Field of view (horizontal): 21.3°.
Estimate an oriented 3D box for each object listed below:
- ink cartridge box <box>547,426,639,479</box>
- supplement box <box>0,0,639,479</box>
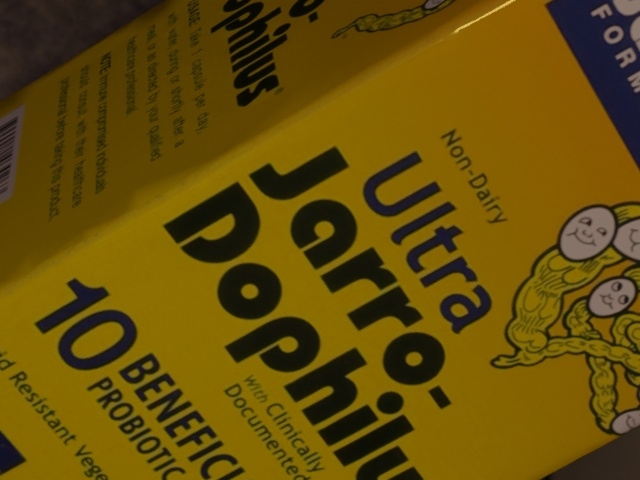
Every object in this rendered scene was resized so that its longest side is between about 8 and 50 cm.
[{"bbox_3d":[0.281,0.105,0.801,0.306,0.226,0.131,-5,84,-8],"label":"ink cartridge box"},{"bbox_3d":[0.000,0.000,0.712,0.357,0.195,0.194,-30,118,10],"label":"supplement box"}]
